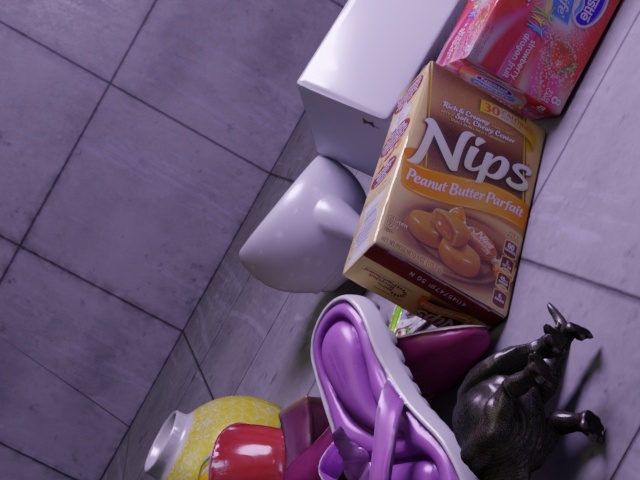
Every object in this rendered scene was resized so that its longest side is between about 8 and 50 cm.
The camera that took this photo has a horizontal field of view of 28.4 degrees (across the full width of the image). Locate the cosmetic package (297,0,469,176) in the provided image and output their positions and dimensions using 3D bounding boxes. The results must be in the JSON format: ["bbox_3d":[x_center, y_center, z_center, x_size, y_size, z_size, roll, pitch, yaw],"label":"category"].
[{"bbox_3d":[0.154,-0.340,1.988,0.453,0.161,0.230,-59,-18,-18],"label":"cosmetic package"}]

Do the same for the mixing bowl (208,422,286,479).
[{"bbox_3d":[-0.056,0.323,1.683,0.098,0.181,0.181,-17,35,28],"label":"mixing bowl"}]

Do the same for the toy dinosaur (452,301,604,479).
[{"bbox_3d":[0.174,0.151,1.177,0.160,0.121,0.314,-38,27,30],"label":"toy dinosaur"}]

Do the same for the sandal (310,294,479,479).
[{"bbox_3d":[0.047,0.216,1.322,0.169,0.102,0.416,-65,30,26],"label":"sandal"}]

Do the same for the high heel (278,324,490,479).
[{"bbox_3d":[0.085,0.234,1.498,0.377,0.127,0.181,-39,55,47],"label":"high heel"}]

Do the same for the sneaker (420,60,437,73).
[{"bbox_3d":[0.247,-0.245,1.879,0.227,0.130,0.087,-28,-62,-59],"label":"sneaker"}]

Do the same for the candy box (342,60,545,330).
[{"bbox_3d":[0.158,-0.051,1.544,0.087,0.182,0.317,-45,20,49],"label":"candy box"}]

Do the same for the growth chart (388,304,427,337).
[{"bbox_3d":[0.158,0.049,1.707,0.237,0.021,0.172,-49,16,42],"label":"growth chart"}]

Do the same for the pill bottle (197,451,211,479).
[{"bbox_3d":[-0.131,0.404,1.851,0.118,0.117,0.208,-56,14,24],"label":"pill bottle"}]

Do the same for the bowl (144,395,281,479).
[{"bbox_3d":[-0.202,0.372,2.129,0.289,0.156,0.289,-57,13,21],"label":"bowl"}]

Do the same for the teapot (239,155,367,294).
[{"bbox_3d":[0.000,0.000,2.075,0.252,0.187,0.256,-50,2,23],"label":"teapot"}]

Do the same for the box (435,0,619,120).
[{"bbox_3d":[0.298,-0.323,1.667,0.300,0.154,0.142,-61,12,-5],"label":"box"}]
